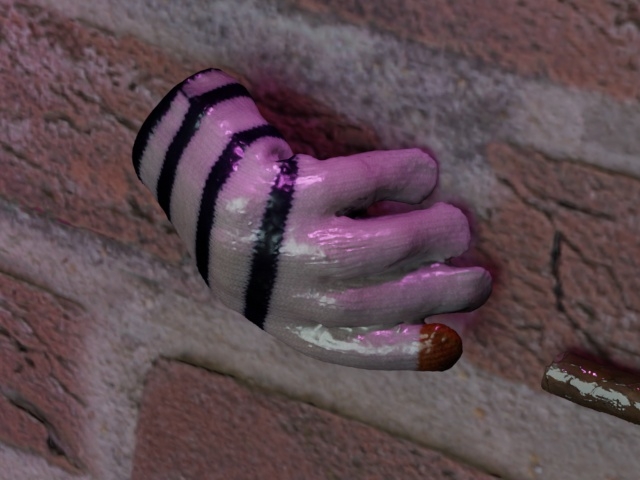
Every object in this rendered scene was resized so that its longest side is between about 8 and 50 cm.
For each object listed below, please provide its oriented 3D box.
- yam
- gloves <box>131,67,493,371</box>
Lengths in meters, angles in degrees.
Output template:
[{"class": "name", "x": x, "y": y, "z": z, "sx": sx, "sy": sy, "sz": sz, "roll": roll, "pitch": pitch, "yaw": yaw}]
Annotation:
[{"class": "yam", "x": 0.199, "y": 0.099, "z": 1.018, "sx": 0.145, "sy": 0.032, "sz": 0.032, "roll": 21, "pitch": 120, "yaw": 22}, {"class": "gloves", "x": -0.008, "y": 0.002, "z": 1.052, "sx": 0.218, "sy": 0.131, "sz": 0.140, "roll": 48, "pitch": 130, "yaw": 18}]
